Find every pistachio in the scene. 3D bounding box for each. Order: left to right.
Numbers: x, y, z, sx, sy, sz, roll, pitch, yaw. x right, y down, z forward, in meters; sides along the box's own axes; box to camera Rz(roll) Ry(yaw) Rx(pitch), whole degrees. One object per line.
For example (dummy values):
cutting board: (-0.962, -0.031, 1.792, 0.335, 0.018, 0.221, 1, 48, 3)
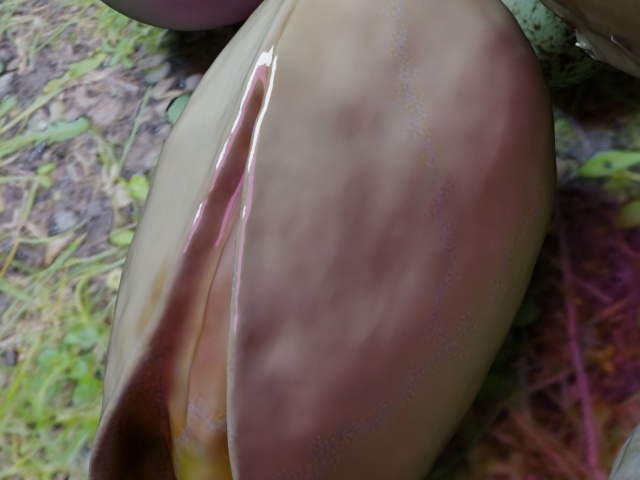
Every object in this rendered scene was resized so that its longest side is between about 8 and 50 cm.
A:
pistachio: (0.000, 0.000, 0.530, 0.187, 0.187, 0.299, 7, 63, 31)

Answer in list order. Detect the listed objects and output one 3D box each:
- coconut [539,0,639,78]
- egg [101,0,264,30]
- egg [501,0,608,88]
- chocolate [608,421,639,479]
coconut: (0.218, -0.216, 0.480, 0.352, 0.352, 0.352, -14, 50, 17)
egg: (-0.076, -0.259, 0.759, 0.196, 0.196, 0.271, -8, 58, 21)
egg: (0.127, -0.132, 0.635, 0.085, 0.085, 0.110, 0, 45, 26)
chocolate: (0.134, 0.141, 0.362, 0.134, 0.134, 0.309, 6, 42, 30)
